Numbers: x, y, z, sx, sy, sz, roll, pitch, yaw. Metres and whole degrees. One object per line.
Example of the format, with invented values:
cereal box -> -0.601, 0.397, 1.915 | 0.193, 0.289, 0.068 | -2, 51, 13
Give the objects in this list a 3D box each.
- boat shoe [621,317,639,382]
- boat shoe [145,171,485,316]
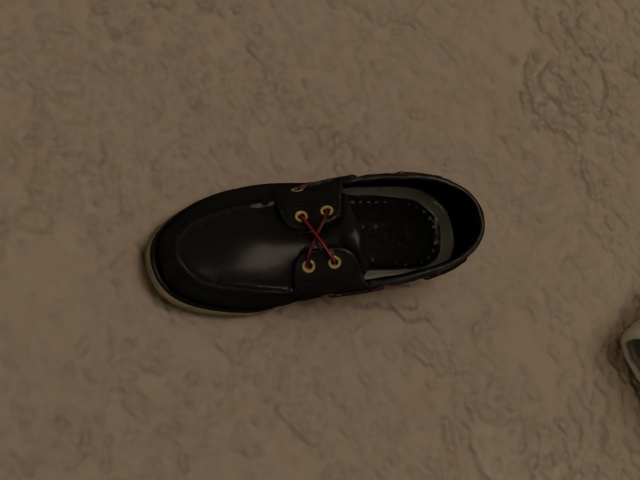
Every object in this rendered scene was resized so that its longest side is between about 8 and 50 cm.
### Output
boat shoe -> 0.198, 0.116, 0.753 | 0.076, 0.083, 0.226 | -28, 78, -23
boat shoe -> 0.000, -0.002, 0.686 | 0.133, 0.042, 0.049 | -6, 79, -31
